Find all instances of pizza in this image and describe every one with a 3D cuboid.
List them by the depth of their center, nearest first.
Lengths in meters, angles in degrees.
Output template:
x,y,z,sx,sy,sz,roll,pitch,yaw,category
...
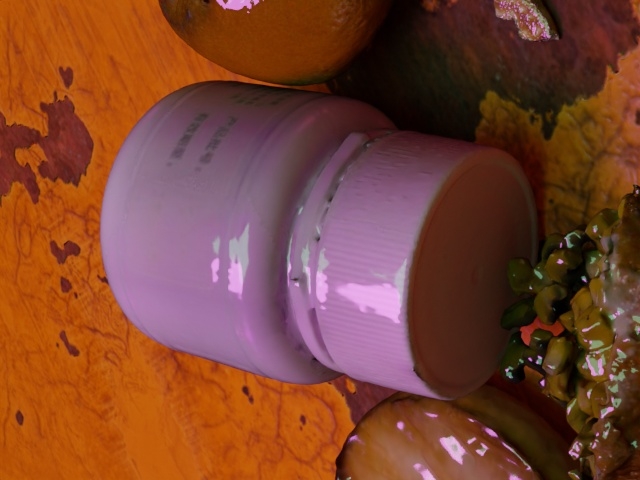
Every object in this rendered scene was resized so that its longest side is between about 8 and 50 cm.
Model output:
x,y,z,sx,sy,sz,roll,pitch,yaw,category
0.165,-0.190,1.158,0.083,0.016,0.037,44,130,20,pizza

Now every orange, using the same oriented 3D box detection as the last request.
x,y,z,sx,sy,sz,roll,pitch,yaw,category
-0.047,-0.256,1.202,0.249,0.183,0.249,36,138,41,orange

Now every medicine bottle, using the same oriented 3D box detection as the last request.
x,y,z,sx,sy,sz,roll,pitch,yaw,category
0.000,0.000,1.222,0.325,0.256,0.256,12,113,34,medicine bottle

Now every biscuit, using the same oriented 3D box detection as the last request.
x,y,z,sx,sy,sz,roll,pitch,yaw,category
0.144,0.264,1.289,0.296,0.102,0.296,23,123,41,biscuit

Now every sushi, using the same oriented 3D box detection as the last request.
x,y,z,sx,sy,sz,roll,pitch,yaw,category
0.234,0.109,1.098,0.179,0.167,0.296,0,116,3,sushi
